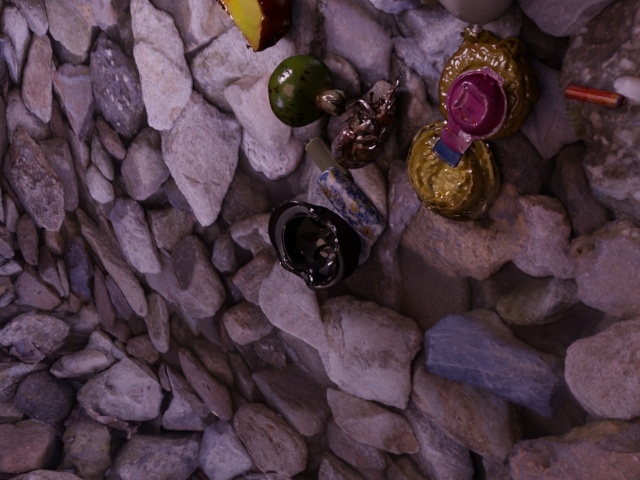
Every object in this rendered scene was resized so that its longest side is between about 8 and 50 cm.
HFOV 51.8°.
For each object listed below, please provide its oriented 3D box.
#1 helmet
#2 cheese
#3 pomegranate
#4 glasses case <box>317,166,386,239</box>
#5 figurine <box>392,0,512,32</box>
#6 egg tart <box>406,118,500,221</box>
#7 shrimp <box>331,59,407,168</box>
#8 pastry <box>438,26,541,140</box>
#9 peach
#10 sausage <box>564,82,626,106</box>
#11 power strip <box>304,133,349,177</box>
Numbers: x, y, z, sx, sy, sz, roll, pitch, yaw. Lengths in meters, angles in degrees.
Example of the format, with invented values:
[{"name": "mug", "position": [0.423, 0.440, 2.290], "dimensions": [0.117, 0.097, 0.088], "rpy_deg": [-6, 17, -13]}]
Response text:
[{"name": "helmet", "position": [0.000, 0.000, 1.994], "dimensions": [0.305, 0.177, 0.225], "rpy_deg": [49, 128, 20]}, {"name": "cheese", "position": [0.333, -0.275, 1.483], "dimensions": [0.155, 0.062, 0.244], "rpy_deg": [44, 132, 22]}, {"name": "pomegranate", "position": [-0.032, -0.403, 1.811], "dimensions": [0.247, 0.202, 0.202], "rpy_deg": [31, 128, 29]}, {"name": "glasses case", "position": [0.089, -0.107, 1.928], "dimensions": [0.248, 0.065, 0.087], "rpy_deg": [46, 138, -2]}, {"name": "figurine", "position": [0.238, -0.596, 1.468], "dimensions": [0.394, 0.274, 0.227], "rpy_deg": [31, 127, 47]}, {"name": "egg tart", "position": [0.327, -0.171, 1.694], "dimensions": [0.278, 0.095, 0.279], "rpy_deg": [19, 124, 32]}, {"name": "shrimp", "position": [0.134, -0.327, 1.764], "dimensions": [0.145, 0.116, 0.343], "rpy_deg": [30, 128, -5]}, {"name": "pastry", "position": [0.388, -0.352, 1.527], "dimensions": [0.240, 0.132, 0.235], "rpy_deg": [27, 127, 27]}, {"name": "peach", "position": [-0.177, -0.673, 1.827], "dimensions": [0.267, 0.153, 0.159], "rpy_deg": [54, 135, 15]}, {"name": "sausage", "position": [0.601, -0.314, 1.436], "dimensions": [0.129, 0.034, 0.034], "rpy_deg": [23, 124, 30]}, {"name": "power strip", "position": [0.017, -0.243, 1.961], "dimensions": [0.076, 0.028, 0.169], "rpy_deg": [-36, 88, 44]}]
